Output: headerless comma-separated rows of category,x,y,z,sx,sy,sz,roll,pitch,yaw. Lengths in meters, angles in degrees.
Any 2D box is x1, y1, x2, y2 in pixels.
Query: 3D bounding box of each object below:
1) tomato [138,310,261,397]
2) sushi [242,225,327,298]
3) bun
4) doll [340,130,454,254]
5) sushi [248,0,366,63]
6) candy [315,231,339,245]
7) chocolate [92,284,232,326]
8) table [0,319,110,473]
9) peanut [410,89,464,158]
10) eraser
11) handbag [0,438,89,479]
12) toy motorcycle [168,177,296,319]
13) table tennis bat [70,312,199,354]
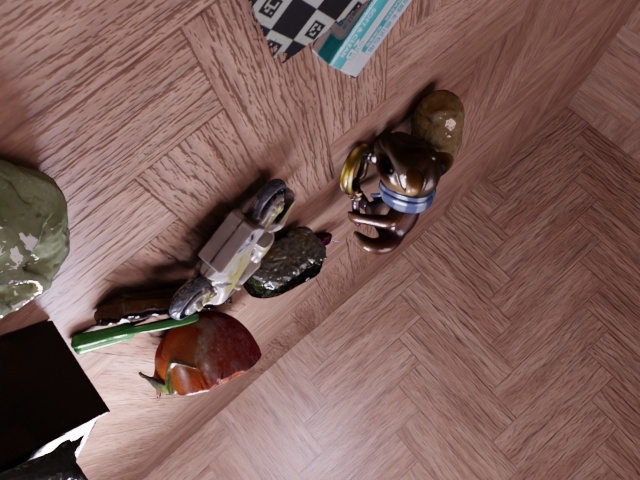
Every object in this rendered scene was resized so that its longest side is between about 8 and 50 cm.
tomato,-0.296,0.263,1.209,0.309,0.170,0.309,-15,-173,2
sushi,-0.096,0.059,1.211,0.225,0.136,0.126,-28,156,-20
bun,-0.368,0.012,0.508,0.204,0.126,0.212,-50,161,18
doll,0.187,-0.131,1.250,0.318,0.209,0.340,-31,157,-26
sushi,0.006,-0.365,0.536,0.264,0.050,0.290,-36,164,3
candy,0.000,0.000,1.426,0.175,0.045,0.043,-15,135,-57
chocolate,-0.314,0.127,0.999,0.102,0.065,0.329,-10,176,26
table,-0.534,0.319,0.762,0.250,0.196,0.282,-21,153,-53
peanut,0.308,-0.288,1.264,0.291,0.143,0.159,74,34,-65
eraser,0.086,-0.362,0.724,0.225,0.052,0.095,-50,159,26
handbag,-0.447,0.378,0.652,0.270,0.088,0.175,-44,157,15
toy motorcycle,-0.170,0.022,0.981,0.340,0.108,0.223,-52,171,-1
table tennis bat,-0.374,0.182,0.978,0.257,0.039,0.160,-10,177,-44
